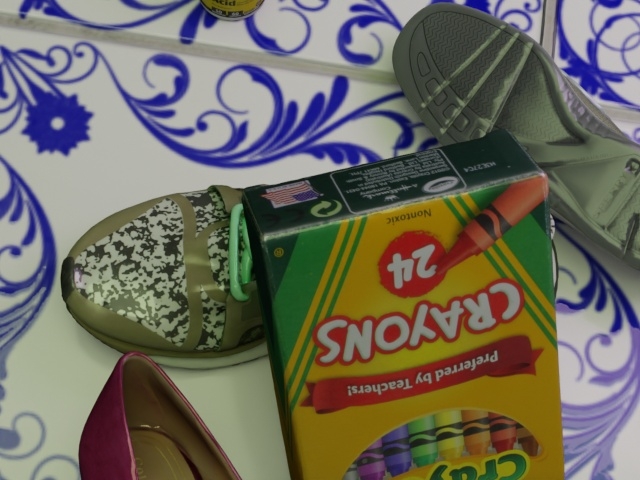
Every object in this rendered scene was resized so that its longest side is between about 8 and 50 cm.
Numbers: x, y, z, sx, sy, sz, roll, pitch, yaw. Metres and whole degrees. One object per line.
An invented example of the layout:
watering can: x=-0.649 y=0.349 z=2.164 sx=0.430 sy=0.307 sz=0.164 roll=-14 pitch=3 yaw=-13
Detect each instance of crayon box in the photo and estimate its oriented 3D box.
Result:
crayon box: x=0.069 y=0.095 z=1.089 sx=0.202 sy=0.318 sz=0.081 roll=-14 pitch=30 yaw=-8

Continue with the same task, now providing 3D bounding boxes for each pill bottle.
pill bottle: x=-0.076 y=-0.244 z=1.286 sx=0.065 sy=0.116 sz=0.065 roll=1 pitch=70 yaw=-3

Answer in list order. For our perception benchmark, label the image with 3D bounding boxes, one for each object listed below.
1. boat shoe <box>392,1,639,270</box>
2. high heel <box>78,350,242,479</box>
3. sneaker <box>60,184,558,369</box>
boat shoe: x=0.195 y=-0.081 z=1.268 sx=0.320 sy=0.103 sz=0.118 roll=37 pitch=91 yaw=15
high heel: x=-0.057 y=0.242 z=1.003 sx=0.127 sy=0.181 sz=0.377 roll=-22 pitch=43 yaw=-34
sneaker: x=0.000 y=0.000 z=1.169 sx=0.410 sy=0.182 sz=0.158 roll=-4 pitch=70 yaw=-6
